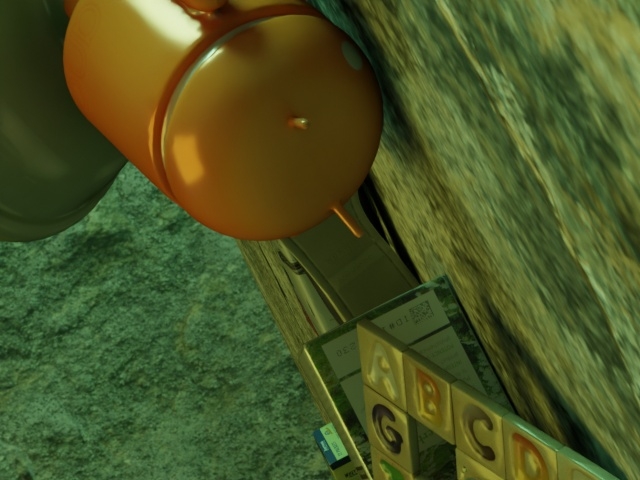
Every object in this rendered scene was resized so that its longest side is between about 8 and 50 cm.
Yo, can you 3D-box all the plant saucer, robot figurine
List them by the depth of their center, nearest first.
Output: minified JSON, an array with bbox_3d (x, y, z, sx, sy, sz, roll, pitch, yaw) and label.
[{"bbox_3d":[-0.051,-0.081,0.998,0.219,0.128,0.158,42,122,43],"label":"robot figurine"},{"bbox_3d":[-0.157,-0.201,1.146,0.400,0.100,0.400,-3,-90,-69],"label":"plant saucer"}]

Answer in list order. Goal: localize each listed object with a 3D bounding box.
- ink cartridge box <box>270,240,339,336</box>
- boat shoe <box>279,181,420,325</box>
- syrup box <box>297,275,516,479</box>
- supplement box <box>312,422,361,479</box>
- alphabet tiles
[{"bbox_3d":[0.000,0.000,1.355,0.150,0.063,0.109,65,175,-20],"label":"ink cartridge box"},{"bbox_3d":[-0.001,-0.017,1.216,0.206,0.075,0.065,59,173,-8],"label":"boat shoe"},{"bbox_3d":[0.081,0.148,1.106,0.237,0.093,0.096,63,174,5],"label":"syrup box"},{"bbox_3d":[0.049,0.215,1.864,0.083,0.083,0.056,66,174,-35],"label":"supplement box"},{"bbox_3d":[0.098,0.168,0.952,0.237,0.009,0.198,31,136,48],"label":"alphabet tiles"}]
